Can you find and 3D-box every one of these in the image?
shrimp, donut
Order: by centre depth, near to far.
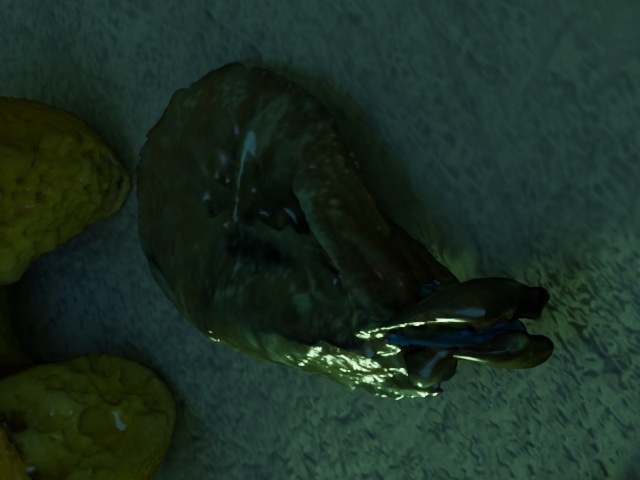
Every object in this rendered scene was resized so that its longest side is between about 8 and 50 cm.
[{"bbox_3d":[0.000,0.000,1.213,0.445,0.110,0.221,23,112,47],"label":"shrimp"},{"bbox_3d":[-0.299,0.067,1.527,0.377,0.163,0.435,1,106,50],"label":"donut"}]
